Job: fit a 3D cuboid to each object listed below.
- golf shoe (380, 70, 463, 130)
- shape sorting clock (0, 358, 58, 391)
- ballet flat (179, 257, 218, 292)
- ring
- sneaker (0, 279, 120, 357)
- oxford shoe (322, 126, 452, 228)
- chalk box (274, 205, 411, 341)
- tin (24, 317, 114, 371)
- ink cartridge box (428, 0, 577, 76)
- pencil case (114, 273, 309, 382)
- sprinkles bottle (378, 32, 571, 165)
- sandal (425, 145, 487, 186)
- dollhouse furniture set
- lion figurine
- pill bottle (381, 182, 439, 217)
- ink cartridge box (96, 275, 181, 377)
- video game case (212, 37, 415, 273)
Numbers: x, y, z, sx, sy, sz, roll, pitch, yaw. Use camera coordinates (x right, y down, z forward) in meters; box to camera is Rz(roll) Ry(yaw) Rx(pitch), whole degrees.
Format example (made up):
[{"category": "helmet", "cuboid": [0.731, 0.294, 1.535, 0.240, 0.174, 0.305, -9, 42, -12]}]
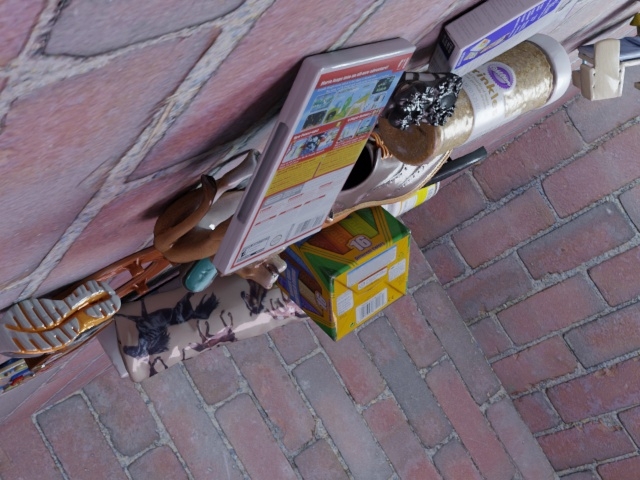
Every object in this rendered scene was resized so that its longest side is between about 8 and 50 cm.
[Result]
[{"category": "golf shoe", "cuboid": [0.118, -0.195, 1.237, 0.198, 0.094, 0.077, -12, 126, -58]}, {"category": "shape sorting clock", "cuboid": [-0.593, 0.262, 1.850, 0.206, 0.040, 0.206, -31, 176, -2]}, {"category": "ballet flat", "cuboid": [-0.166, -0.003, 1.604, 0.213, 0.072, 0.068, -46, -150, 12]}, {"category": "ring", "cuboid": [-0.365, 0.096, 1.575, 0.337, 0.032, 0.336, -32, 176, -3]}, {"category": "sneaker", "cuboid": [-0.380, 0.126, 1.354, 0.083, 0.084, 0.215, -44, 166, 33]}, {"category": "oxford shoe", "cuboid": [0.097, -0.129, 1.573, 0.364, 0.130, 0.132, -30, 168, -26]}, {"category": "chalk box", "cuboid": [0.000, 0.000, 1.697, 0.180, 0.289, 0.179, -31, 144, -25]}, {"category": "tin", "cuboid": [-0.410, 0.157, 1.539, 0.190, 0.040, 0.106, -34, 171, 37]}, {"category": "ink cartridge box", "cuboid": [0.249, -0.290, 1.259, 0.208, 0.045, 0.206, -29, 176, -2]}, {"category": "pencil case", "cuboid": [-0.216, 0.144, 1.881, 0.411, 0.159, 0.183, -20, 171, -6]}, {"category": "sprinkles bottle", "cuboid": [0.247, -0.225, 1.485, 0.355, 0.121, 0.121, -28, 175, -37]}, {"category": "sandal", "cuboid": [0.139, -0.138, 2.050, 0.446, 0.107, 0.167, -19, -177, 28]}, {"category": "dollhouse furniture set", "cuboid": [0.653, -0.456, 2.059, 0.287, 0.198, 0.303, -9, -155, -7]}, {"category": "lion figurine", "cuboid": [-0.132, -0.023, 1.324, 0.240, 0.142, 0.392, -25, 165, 24]}, {"category": "pill bottle", "cuboid": [0.177, -0.120, 2.259, 0.215, 0.117, 0.117, -27, 174, -39]}, {"category": "ink cartridge box", "cuboid": [-0.319, 0.167, 2.072, 0.306, 0.131, 0.226, -32, 176, -6]}, {"category": "video game case", "cuboid": [-0.008, -0.098, 1.100, 0.204, 0.025, 0.285, -26, 150, -52]}]
